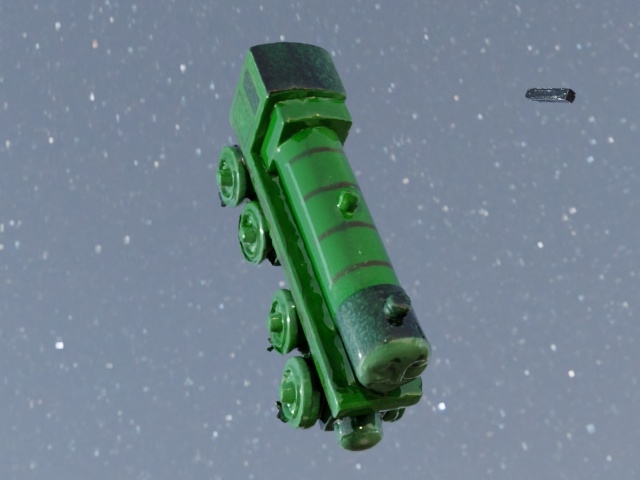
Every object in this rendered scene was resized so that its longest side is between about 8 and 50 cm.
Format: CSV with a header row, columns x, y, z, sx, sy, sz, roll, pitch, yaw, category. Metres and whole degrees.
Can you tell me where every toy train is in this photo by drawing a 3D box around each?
x,y,z,sx,sy,sz,roll,pitch,yaw,category
0.297,-0.188,1.399,0.017,0.083,0.017,21,-93,-29,toy train
0.000,0.000,0.653,0.085,0.251,0.119,-5,-37,-24,toy train
